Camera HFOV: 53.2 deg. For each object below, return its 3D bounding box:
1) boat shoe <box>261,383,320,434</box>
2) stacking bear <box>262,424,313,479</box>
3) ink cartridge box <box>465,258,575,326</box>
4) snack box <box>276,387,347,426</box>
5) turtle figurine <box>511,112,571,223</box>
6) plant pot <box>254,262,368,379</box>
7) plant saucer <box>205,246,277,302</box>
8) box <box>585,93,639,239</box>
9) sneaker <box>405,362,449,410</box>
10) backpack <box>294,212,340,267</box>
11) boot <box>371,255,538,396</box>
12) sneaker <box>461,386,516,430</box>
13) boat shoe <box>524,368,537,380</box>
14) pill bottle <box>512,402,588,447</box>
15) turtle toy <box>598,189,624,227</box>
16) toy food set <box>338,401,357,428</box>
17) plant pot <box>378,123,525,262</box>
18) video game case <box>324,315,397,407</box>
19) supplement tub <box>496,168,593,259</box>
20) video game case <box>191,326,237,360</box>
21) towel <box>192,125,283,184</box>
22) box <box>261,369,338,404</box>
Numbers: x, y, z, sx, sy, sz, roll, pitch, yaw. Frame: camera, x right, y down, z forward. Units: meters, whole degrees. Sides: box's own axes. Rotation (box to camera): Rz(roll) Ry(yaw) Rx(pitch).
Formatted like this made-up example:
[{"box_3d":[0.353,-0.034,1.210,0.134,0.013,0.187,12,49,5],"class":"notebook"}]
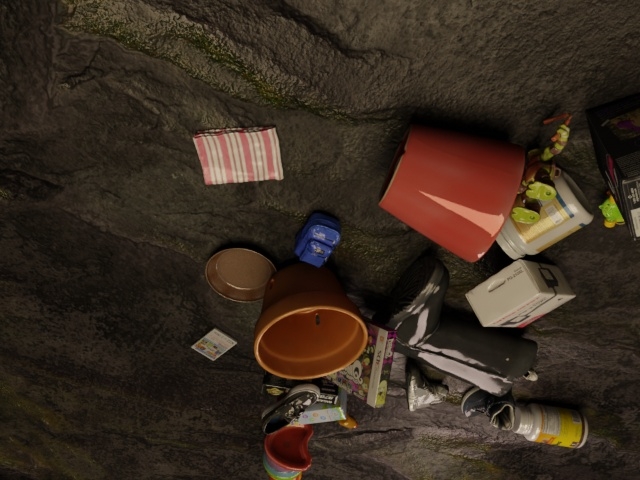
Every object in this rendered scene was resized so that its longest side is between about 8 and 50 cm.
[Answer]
[{"box_3d":[-0.088,0.481,1.796,0.228,0.076,0.080,-35,121,29],"class":"boat shoe"},{"box_3d":[-0.120,0.767,2.220,0.164,0.176,0.289,5,137,-2],"class":"stacking bear"},{"box_3d":[0.505,0.138,1.606,0.172,0.100,0.237,-40,150,30],"class":"ink cartridge box"},{"box_3d":[-0.025,0.465,1.941,0.207,0.175,0.070,-11,129,12],"class":"snack box"},{"box_3d":[0.463,-0.132,1.389,0.087,0.217,0.269,32,135,-8],"class":"turtle figurine"},{"box_3d":[-0.038,0.198,1.679,0.290,0.204,0.291,-6,133,-7],"class":"plant pot"},{"box_3d":[-0.211,0.086,1.733,0.198,0.036,0.199,2,131,3],"class":"plant saucer"},{"box_3d":[0.660,-0.159,1.306,0.143,0.270,0.165,-18,126,18],"class":"box"},{"box_3d":[0.330,0.443,1.964,0.132,0.086,0.229,-5,139,3],"class":"sneaker"},{"box_3d":[0.000,0.000,1.604,0.097,0.101,0.120,19,125,-20],"class":"backpack"},{"box_3d":[0.399,0.244,1.737,0.444,0.146,0.367,24,138,-10],"class":"boot"},{"box_3d":[0.512,0.524,1.957,0.086,0.163,0.226,20,130,-14],"class":"sneaker"},{"box_3d":[0.622,0.402,1.927,0.035,0.035,0.100,-34,119,28],"class":"boat shoe"},{"box_3d":[0.718,0.581,2.014,0.214,0.117,0.117,10,130,-4],"class":"pill bottle"},{"box_3d":[0.718,-0.086,1.495,0.130,0.066,0.095,-3,129,6],"class":"turtle toy"},{"box_3d":[0.007,0.524,2.022,0.232,0.111,0.104,3,156,25],"class":"toy food set"},{"box_3d":[0.272,-0.122,1.396,0.243,0.275,0.275,22,129,0],"class":"plant pot"},{"box_3d":[0.102,0.310,1.732,0.041,0.232,0.210,3,100,-38],"class":"video game case"},{"box_3d":[0.509,-0.057,1.485,0.199,0.144,0.144,-36,119,29],"class":"supplement tub"},{"box_3d":[-0.324,0.316,1.948,0.087,0.011,0.122,37,123,-24],"class":"video game case"},{"box_3d":[-0.190,-0.196,1.502,0.196,0.029,0.144,-3,130,7],"class":"towel"},{"box_3d":[-0.053,0.381,1.873,0.220,0.175,0.051,9,132,-3],"class":"box"}]
